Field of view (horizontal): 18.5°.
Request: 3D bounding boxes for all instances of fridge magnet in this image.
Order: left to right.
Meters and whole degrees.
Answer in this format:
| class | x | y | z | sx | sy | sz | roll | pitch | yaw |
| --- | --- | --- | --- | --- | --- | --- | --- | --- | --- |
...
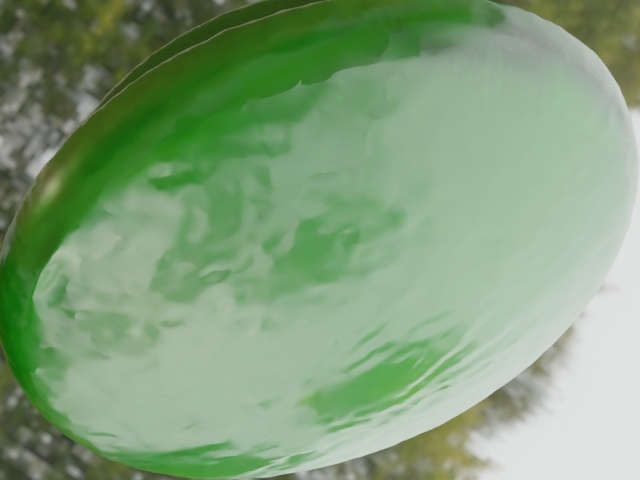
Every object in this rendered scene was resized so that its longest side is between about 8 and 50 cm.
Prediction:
| class | x | y | z | sx | sy | sz | roll | pitch | yaw |
| --- | --- | --- | --- | --- | --- | --- | --- | --- | --- |
| fridge magnet | 0.000 | 0.000 | 0.615 | 0.208 | 0.208 | 0.088 | -48 | -136 | 29 |
